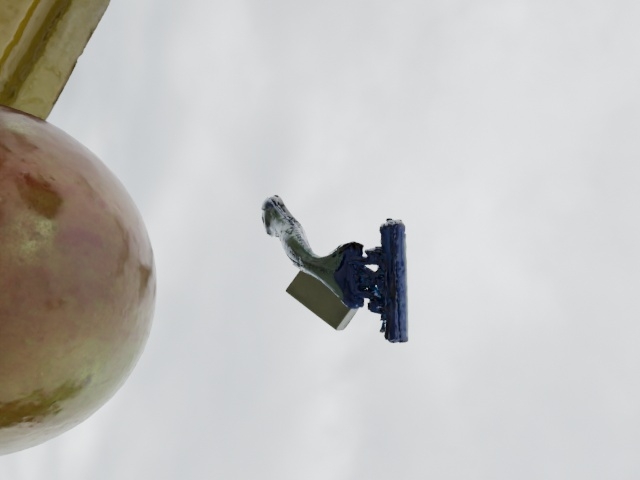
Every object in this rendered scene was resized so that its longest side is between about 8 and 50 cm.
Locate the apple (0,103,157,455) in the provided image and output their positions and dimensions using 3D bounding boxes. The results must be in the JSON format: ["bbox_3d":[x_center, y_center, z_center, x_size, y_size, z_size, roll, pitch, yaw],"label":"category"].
[{"bbox_3d":[-0.182,0.024,0.493,0.196,0.196,0.196,-31,-125,58],"label":"apple"}]

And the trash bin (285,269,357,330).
[{"bbox_3d":[0.008,0.074,1.259,0.092,0.043,0.061,39,-81,20],"label":"trash bin"}]

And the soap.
[{"bbox_3d":[-0.339,-0.249,0.858,0.143,0.259,0.281,26,-96,44],"label":"soap"}]

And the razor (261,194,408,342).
[{"bbox_3d":[-0.012,0.001,0.822,0.324,0.056,0.093,-149,-125,-66],"label":"razor"}]
